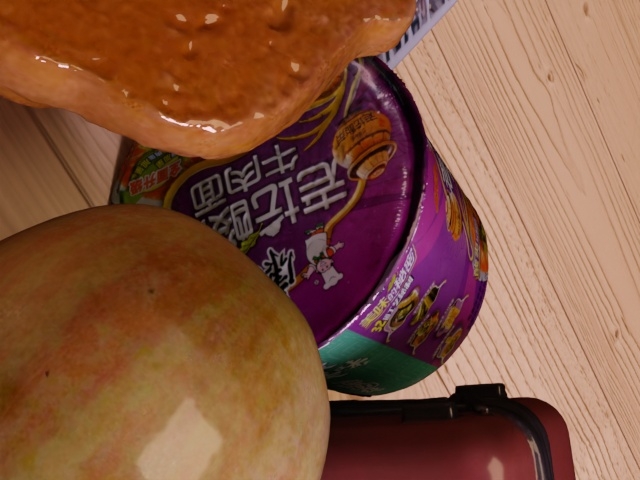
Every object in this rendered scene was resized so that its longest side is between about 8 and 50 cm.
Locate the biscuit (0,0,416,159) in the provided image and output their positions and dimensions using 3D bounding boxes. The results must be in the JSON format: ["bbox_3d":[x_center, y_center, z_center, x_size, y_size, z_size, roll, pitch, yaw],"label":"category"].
[{"bbox_3d":[-0.142,-0.231,0.791,0.455,0.078,0.350,22,62,-19],"label":"biscuit"}]

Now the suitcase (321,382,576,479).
[{"bbox_3d":[0.031,0.225,0.882,0.161,0.297,0.236,-5,88,-60],"label":"suitcase"}]

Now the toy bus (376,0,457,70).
[{"bbox_3d":[0.029,-0.214,1.122,0.330,0.109,0.136,-49,131,-45],"label":"toy bus"}]

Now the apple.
[{"bbox_3d":[-0.121,0.110,0.733,0.234,0.256,0.257,-47,121,-34],"label":"apple"}]

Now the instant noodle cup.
[{"bbox_3d":[0.000,0.000,0.947,0.190,0.251,0.251,36,56,-55],"label":"instant noodle cup"}]
